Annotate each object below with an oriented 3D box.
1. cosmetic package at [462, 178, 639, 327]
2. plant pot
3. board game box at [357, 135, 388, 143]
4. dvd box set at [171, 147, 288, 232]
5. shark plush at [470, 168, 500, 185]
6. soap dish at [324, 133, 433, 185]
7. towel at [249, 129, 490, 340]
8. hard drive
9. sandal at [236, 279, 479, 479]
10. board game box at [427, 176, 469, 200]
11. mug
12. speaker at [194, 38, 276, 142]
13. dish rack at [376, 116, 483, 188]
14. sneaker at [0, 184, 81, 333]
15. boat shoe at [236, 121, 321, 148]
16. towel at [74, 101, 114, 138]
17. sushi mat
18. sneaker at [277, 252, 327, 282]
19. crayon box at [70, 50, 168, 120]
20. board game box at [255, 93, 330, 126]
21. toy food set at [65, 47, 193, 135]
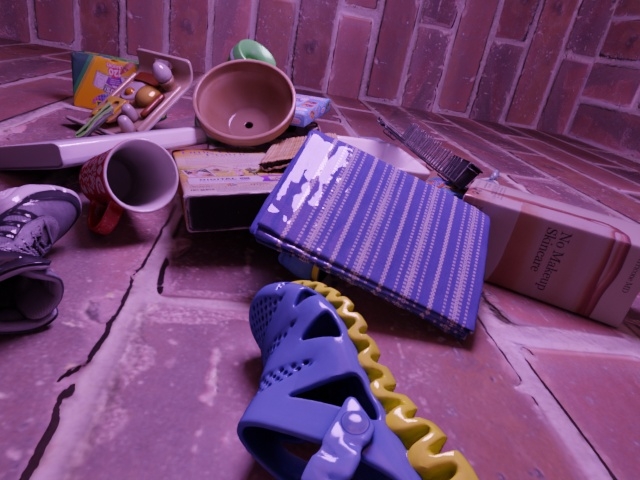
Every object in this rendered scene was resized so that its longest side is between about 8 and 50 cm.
[{"bbox_3d":[0.386,0.012,0.781,0.295,0.153,0.129,19,27,20],"label":"cosmetic package"},{"bbox_3d":[-0.176,-0.305,1.065,0.236,0.110,0.238,1,64,-2],"label":"plant pot"},{"bbox_3d":[0.199,-0.371,1.682,0.090,0.020,0.090,0,27,-23],"label":"board game box"},{"bbox_3d":[-0.121,-0.117,0.866,0.307,0.062,0.420,-5,21,-20],"label":"dvd box set"},{"bbox_3d":[0.398,-0.106,1.077,0.067,0.073,0.161,-1,42,19],"label":"shark plush"},{"bbox_3d":[0.112,-0.160,1.075,0.228,0.118,0.291,4,26,-13],"label":"soap dish"},{"bbox_3d":[0.090,-0.022,0.667,0.335,0.040,0.243,26,53,-2],"label":"towel"},{"bbox_3d":[-0.448,-0.199,0.943,0.232,0.047,0.353,4,18,29],"label":"hard drive"},{"bbox_3d":[-0.008,0.140,0.382,0.138,0.126,0.317,-7,28,-26],"label":"sandal"},{"bbox_3d":[0.348,-0.098,1.123,0.210,0.047,0.160,27,29,31],"label":"board game box"},{"bbox_3d":[-0.335,-0.092,0.721,0.169,0.113,0.150,5,38,47],"label":"mug"},{"bbox_3d":[-0.241,-0.399,1.226,0.131,0.296,0.131,21,51,-28],"label":"speaker"},{"bbox_3d":[0.259,-0.235,1.115,0.271,0.074,0.208,36,14,-6],"label":"dish rack"},{"bbox_3d":[-0.345,0.022,0.522,0.152,0.102,0.269,16,31,10],"label":"sneaker"},{"bbox_3d":[-0.050,-0.278,1.243,0.354,0.131,0.132,3,26,-18],"label":"boat shoe"},{"bbox_3d":[-0.537,-0.281,1.066,0.023,0.113,0.152,45,-9,-26],"label":"towel"},{"bbox_3d":[-0.035,-0.192,0.929,0.151,0.019,0.317,-8,19,3],"label":"sushi mat"},{"bbox_3d":[0.000,0.000,0.741,0.082,0.069,0.209,19,26,16],"label":"sneaker"},{"bbox_3d":[-0.633,-0.489,1.416,0.278,0.166,0.081,11,24,1],"label":"crayon box"},{"bbox_3d":[-0.080,-0.363,1.220,0.159,0.039,0.211,14,30,14],"label":"board game box"},{"bbox_3d":[-0.522,-0.406,1.222,0.219,0.092,0.306,22,64,24],"label":"toy food set"}]
